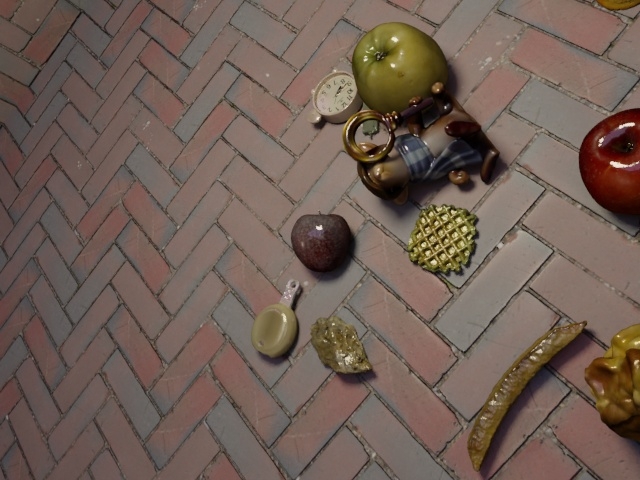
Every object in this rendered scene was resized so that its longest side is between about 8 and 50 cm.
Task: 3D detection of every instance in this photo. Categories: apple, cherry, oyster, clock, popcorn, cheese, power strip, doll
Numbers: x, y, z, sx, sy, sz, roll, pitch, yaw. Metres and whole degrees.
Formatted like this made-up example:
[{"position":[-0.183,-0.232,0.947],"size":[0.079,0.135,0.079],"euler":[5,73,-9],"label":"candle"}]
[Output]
[{"position":[0.665,-0.163,1.128],"size":[0.218,0.201,0.218],"euler":[-13,65,31],"label":"apple"},{"position":[-0.004,0.002,1.487],"size":[0.176,0.140,0.175],"euler":[-2,85,17],"label":"cherry"},{"position":[0.039,0.283,1.421],"size":[0.133,0.072,0.209],"euler":[-36,59,12],"label":"oyster"},{"position":[0.054,-0.436,1.636],"size":[0.229,0.063,0.155],"euler":[-41,57,9],"label":"clock"},{"position":[0.207,-0.458,1.459],"size":[0.263,0.262,0.262],"euler":[-9,71,27],"label":"apple"},{"position":[0.667,0.265,0.973],"size":[0.333,0.265,0.224],"euler":[9,74,12],"label":"popcorn"},{"position":[-0.115,0.217,1.530],"size":[0.137,0.064,0.227],"euler":[21,85,31],"label":"cheese"},{"position":[0.148,-0.363,1.583],"size":[0.051,0.019,0.136],"euler":[-6,72,26],"label":"power strip"},{"position":[0.248,-0.227,1.353],"size":[0.340,0.209,0.317],"euler":[-26,103,19],"label":"doll"}]

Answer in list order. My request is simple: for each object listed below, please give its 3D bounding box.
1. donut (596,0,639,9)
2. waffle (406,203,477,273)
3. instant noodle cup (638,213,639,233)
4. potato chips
[{"position":[0.749,-0.647,1.315],"size":[0.152,0.058,0.151],"euler":[-9,69,25],"label":"donut"},{"position":[0.313,-0.006,1.375],"size":[0.169,0.036,0.183],"euler":[16,85,29],"label":"waffle"},{"position":[0.759,0.016,1.010],"size":[0.190,0.251,0.251],"euler":[-21,66,13],"label":"instant noodle cup"},{"position":[0.439,0.325,1.192],"size":[0.080,0.057,0.406],"euler":[37,95,26],"label":"potato chips"}]
